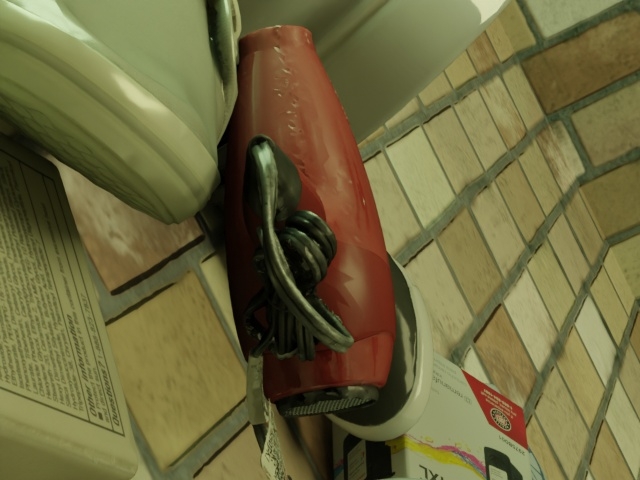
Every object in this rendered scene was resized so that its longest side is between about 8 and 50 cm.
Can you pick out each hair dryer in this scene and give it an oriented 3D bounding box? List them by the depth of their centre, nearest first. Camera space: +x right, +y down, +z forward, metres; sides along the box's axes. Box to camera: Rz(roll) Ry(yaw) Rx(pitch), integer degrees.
[{"bbox_3d":[0.000,0.000,0.839,0.293,0.080,0.224,-103,-170,-52],"label":"hair dryer"}]

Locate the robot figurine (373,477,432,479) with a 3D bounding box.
[{"bbox_3d":[0.069,0.244,0.945,0.300,0.200,0.353,26,-11,39],"label":"robot figurine"}]

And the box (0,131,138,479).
[{"bbox_3d":[-0.199,0.008,0.608,0.311,0.121,0.148,36,32,-59],"label":"box"}]

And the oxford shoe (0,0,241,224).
[{"bbox_3d":[-0.101,-0.111,0.863,0.169,0.130,0.449,40,5,-11],"label":"oxford shoe"}]

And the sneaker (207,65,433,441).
[{"bbox_3d":[-0.025,-0.007,1.218,0.147,0.104,0.296,38,25,-53],"label":"sneaker"}]

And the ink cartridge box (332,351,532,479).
[{"bbox_3d":[0.077,0.166,1.242,0.127,0.072,0.175,34,33,-27],"label":"ink cartridge box"}]

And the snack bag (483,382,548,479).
[{"bbox_3d":[0.167,0.257,1.468,0.342,0.037,0.323,61,14,14],"label":"snack bag"}]

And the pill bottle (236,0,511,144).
[{"bbox_3d":[-0.054,-0.238,1.129,0.361,0.204,0.204,46,19,-6],"label":"pill bottle"}]
